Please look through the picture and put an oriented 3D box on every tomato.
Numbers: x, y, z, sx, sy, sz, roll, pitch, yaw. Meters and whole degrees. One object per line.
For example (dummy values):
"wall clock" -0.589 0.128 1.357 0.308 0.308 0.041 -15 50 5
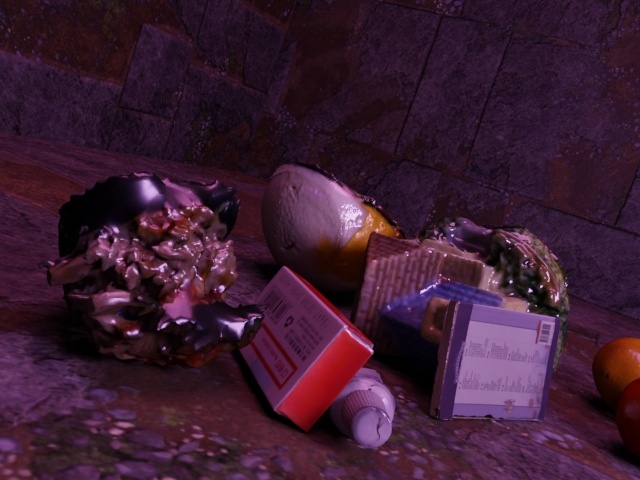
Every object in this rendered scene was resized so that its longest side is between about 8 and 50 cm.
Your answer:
"tomato" 0.525 0.257 0.936 0.195 0.136 0.195 -8 -24 -3

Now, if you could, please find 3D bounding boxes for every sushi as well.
"sushi" -0.186 0.048 0.752 0.238 0.218 0.225 -14 -15 -24

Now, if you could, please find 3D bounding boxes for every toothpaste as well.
"toothpaste" 0.041 0.182 0.790 0.099 0.068 0.282 45 0 -5

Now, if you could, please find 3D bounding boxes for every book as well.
"book" 0.251 0.174 0.927 0.231 0.157 0.026 12 -3 -35

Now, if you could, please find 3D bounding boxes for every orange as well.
"orange" 0.564 0.249 1.169 0.159 0.136 0.159 9 19 -3

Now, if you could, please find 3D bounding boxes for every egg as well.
"egg" 0.000 0.000 1.351 0.337 0.201 0.337 31 -14 8

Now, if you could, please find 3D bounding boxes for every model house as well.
"model house" 0.204 0.086 1.063 0.321 0.261 0.266 19 9 41

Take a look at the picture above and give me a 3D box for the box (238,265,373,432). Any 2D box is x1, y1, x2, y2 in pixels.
"box" -0.031 0.120 0.790 0.050 0.123 0.229 40 -2 -26
